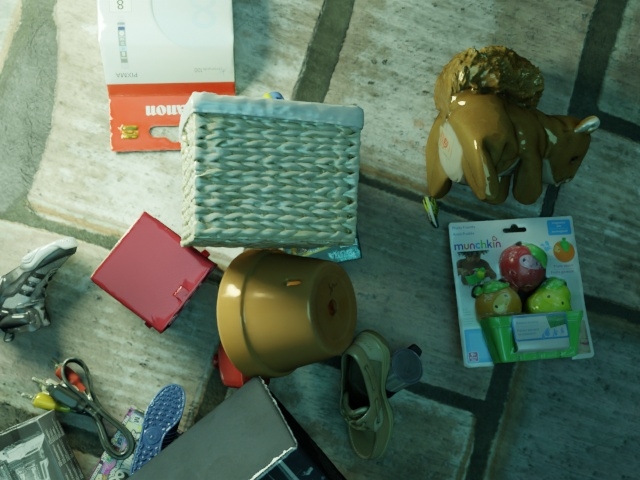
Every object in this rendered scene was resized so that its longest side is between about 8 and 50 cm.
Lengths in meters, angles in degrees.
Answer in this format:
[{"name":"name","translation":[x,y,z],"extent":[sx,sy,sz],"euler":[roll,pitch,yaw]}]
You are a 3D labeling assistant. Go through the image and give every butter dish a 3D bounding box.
[{"name":"butter dish","translation":[-0.193,0.275,1.558],"extent":[0.118,0.160,0.160],"euler":[-9,88,15]}]

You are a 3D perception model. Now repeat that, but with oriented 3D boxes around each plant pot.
[{"name":"plant pot","translation":[-0.055,0.153,1.461],"extent":[0.203,0.290,0.291],"euler":[-7,88,32]}]

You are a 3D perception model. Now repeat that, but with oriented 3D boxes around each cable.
[{"name":"cable","translation":[-0.526,0.375,1.539],"extent":[0.287,0.072,0.139],"euler":[36,70,-4]}]

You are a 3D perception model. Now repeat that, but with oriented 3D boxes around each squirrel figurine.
[{"name":"squirrel figurine","translation":[0.458,-0.280,1.586],"extent":[0.370,0.281,0.397],"euler":[-8,90,-15]}]

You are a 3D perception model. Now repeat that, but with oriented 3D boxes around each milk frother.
[{"name":"milk frother","translation":[0.154,0.284,1.591],"extent":[0.143,0.135,0.129],"euler":[29,53,-8]}]

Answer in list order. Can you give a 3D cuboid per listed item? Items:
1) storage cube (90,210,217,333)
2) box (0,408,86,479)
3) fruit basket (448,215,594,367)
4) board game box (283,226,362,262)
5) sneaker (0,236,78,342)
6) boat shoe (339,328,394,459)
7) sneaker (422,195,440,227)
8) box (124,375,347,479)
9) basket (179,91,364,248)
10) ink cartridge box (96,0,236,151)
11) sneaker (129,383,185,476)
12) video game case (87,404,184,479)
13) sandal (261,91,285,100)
[{"name":"storage cube","translation":[-0.366,0.072,1.511],"extent":[0.193,0.183,0.215],"euler":[39,84,-4]},{"name":"box","translation":[-0.641,0.561,1.483],"extent":[0.242,0.076,0.308],"euler":[-23,91,9]},{"name":"fruit basket","translation":[0.487,0.118,1.627],"extent":[0.326,0.165,0.353],"euler":[-3,85,-7]},{"name":"board game box","translation":[0.000,0.000,1.637],"extent":[0.186,0.026,0.126],"euler":[-10,89,-8]},{"name":"sneaker","translation":[-0.634,0.114,1.522],"extent":[0.268,0.101,0.153],"euler":[-35,93,-1]},{"name":"boat shoe","translation":[0.088,0.370,1.537],"extent":[0.110,0.121,0.341],"euler":[-28,123,-45]},{"name":"sneaker","translation":[0.283,-0.072,1.672],"extent":[0.035,0.031,0.083],"euler":[-18,90,-8]},{"name":"box","translation":[-0.152,0.634,1.386],"extent":[0.480,0.297,0.472],"euler":[-38,115,-6]},{"name":"basket","translation":[-0.110,-0.119,1.340],"extent":[0.331,0.328,0.267],"euler":[0,88,-16]},{"name":"ink cartridge box","translation":[-0.353,-0.410,1.578],"extent":[0.308,0.091,0.385],"euler":[-3,87,-7]},{"name":"sneaker","translation":[-0.368,0.439,1.514],"extent":[0.081,0.090,0.232],"euler":[21,61,-4]},{"name":"video game case","translation":[-0.405,0.533,1.559],"extent":[0.210,0.042,0.232],"euler":[30,84,-4]},{"name":"sandal","translation":[-0.053,-0.206,1.603],"extent":[0.138,0.126,0.318],"euler":[-23,91,-28]}]
